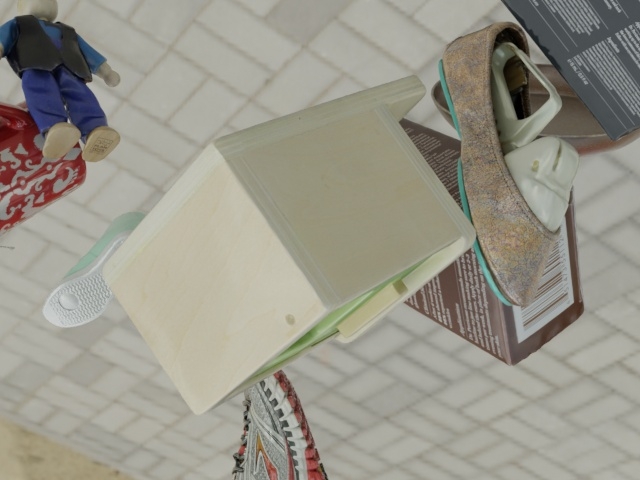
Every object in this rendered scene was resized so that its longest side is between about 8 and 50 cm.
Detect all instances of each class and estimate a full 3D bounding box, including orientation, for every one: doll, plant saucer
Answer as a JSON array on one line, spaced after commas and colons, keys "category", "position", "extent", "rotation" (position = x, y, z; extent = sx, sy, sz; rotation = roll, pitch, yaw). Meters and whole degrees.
[{"category": "doll", "position": [-0.234, -0.153, 0.986], "extent": [0.129, 0.189, 0.046], "rotation": [2, 140, -39]}, {"category": "plant saucer", "position": [0.305, -0.176, 1.500], "extent": [0.311, 0.310, 0.050], "rotation": [4, 117, 9]}]

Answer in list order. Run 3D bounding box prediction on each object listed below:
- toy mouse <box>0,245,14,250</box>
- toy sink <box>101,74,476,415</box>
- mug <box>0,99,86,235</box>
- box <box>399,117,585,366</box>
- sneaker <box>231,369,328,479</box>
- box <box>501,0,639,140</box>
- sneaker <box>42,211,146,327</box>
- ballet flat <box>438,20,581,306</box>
[{"category": "toy mouse", "position": [-0.384, -0.005, 1.035], "extent": [0.143, 0.161, 0.031], "rotation": [24, 113, 3]}, {"category": "toy sink", "position": [0.000, 0.000, 0.755], "extent": [0.153, 0.234, 0.131], "rotation": [-42, 79, 39]}, {"category": "mug", "position": [-0.291, -0.056, 0.942], "extent": [0.113, 0.169, 0.150], "rotation": [54, 147, 4]}, {"category": "box", "position": [0.142, -0.019, 1.380], "extent": [0.381, 0.143, 0.191], "rotation": [29, 142, 46]}, {"category": "sneaker", "position": [-0.049, 0.200, 1.020], "extent": [0.093, 0.225, 0.088], "rotation": [-19, 172, -1]}, {"category": "box", "position": [0.281, -0.233, 0.995], "extent": [0.184, 0.103, 0.261], "rotation": [-26, 135, 27]}, {"category": "sneaker", "position": [-0.405, 0.052, 2.046], "extent": [0.256, 0.151, 0.094], "rotation": [-40, 109, 15]}, {"category": "ballet flat", "position": [0.182, -0.089, 1.036], "extent": [0.106, 0.316, 0.107], "rotation": [-28, 142, 28]}]
